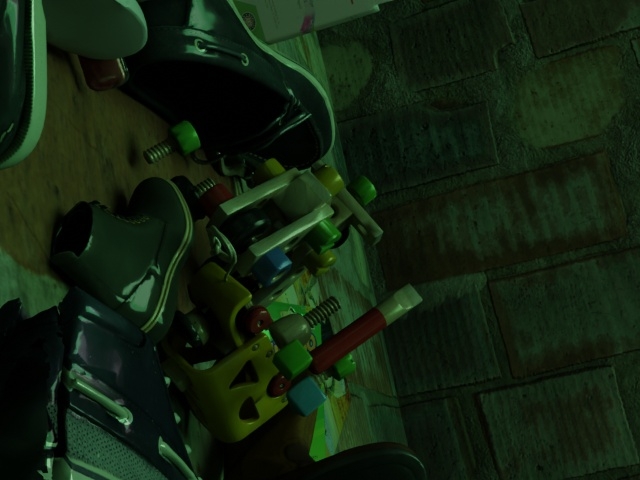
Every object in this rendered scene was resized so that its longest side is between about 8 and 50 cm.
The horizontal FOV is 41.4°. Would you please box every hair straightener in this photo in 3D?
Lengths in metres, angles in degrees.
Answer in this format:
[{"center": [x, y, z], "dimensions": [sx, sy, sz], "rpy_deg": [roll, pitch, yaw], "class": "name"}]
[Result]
[{"center": [-0.251, -0.263, 0.856], "dimensions": [0.089, 0.047, 0.230], "rpy_deg": [-123, -169, -79], "class": "hair straightener"}]

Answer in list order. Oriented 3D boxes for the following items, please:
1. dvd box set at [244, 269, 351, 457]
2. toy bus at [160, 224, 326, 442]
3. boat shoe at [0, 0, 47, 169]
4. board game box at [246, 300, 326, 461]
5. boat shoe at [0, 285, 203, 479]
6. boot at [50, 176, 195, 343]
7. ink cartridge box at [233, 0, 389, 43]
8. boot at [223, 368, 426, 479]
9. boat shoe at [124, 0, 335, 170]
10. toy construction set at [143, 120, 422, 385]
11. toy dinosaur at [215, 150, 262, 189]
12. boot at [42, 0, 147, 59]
[{"center": [-0.036, 0.184, 1.342], "dimensions": [0.420, 0.062, 0.307], "rpy_deg": [-40, 114, -80], "class": "dvd box set"}, {"center": [-0.107, 0.112, 0.854], "dimensions": [0.202, 0.104, 0.191], "rpy_deg": [54, -23, 0], "class": "toy bus"}, {"center": [-0.243, -0.208, 0.502], "dimensions": [0.113, 0.127, 0.340], "rpy_deg": [-37, 130, -76], "class": "boat shoe"}, {"center": [-0.043, 0.210, 1.089], "dimensions": [0.124, 0.039, 0.259], "rpy_deg": [15, 70, -49], "class": "board game box"}, {"center": [-0.127, 0.168, 0.624], "dimensions": [0.340, 0.127, 0.158], "rpy_deg": [62, 24, -52], "class": "boat shoe"}, {"center": [-0.181, -0.017, 0.782], "dimensions": [0.137, 0.077, 0.197], "rpy_deg": [59, 18, -45], "class": "boot"}, {"center": [-0.017, -0.498, 1.575], "dimensions": [0.119, 0.354, 0.207], "rpy_deg": [-57, 132, -77], "class": "ink cartridge box"}, {"center": [-0.009, 0.218, 0.871], "dimensions": [0.096, 0.264, 0.280], "rpy_deg": [45, 20, -12], "class": "boot"}, {"center": [-0.114, -0.180, 1.094], "dimensions": [0.500, 0.187, 0.156], "rpy_deg": [40, 38, -64], "class": "boat shoe"}, {"center": [0.000, 0.000, 0.958], "dimensions": [0.309, 0.237, 0.257], "rpy_deg": [42, -24, 37], "class": "toy construction set"}, {"center": [-0.110, -0.108, 1.358], "dimensions": [0.118, 0.064, 0.268], "rpy_deg": [60, 15, -8], "class": "toy dinosaur"}, {"center": [-0.235, -0.258, 0.720], "dimensions": [0.258, 0.095, 0.123], "rpy_deg": [36, 41, -68], "class": "boot"}]
